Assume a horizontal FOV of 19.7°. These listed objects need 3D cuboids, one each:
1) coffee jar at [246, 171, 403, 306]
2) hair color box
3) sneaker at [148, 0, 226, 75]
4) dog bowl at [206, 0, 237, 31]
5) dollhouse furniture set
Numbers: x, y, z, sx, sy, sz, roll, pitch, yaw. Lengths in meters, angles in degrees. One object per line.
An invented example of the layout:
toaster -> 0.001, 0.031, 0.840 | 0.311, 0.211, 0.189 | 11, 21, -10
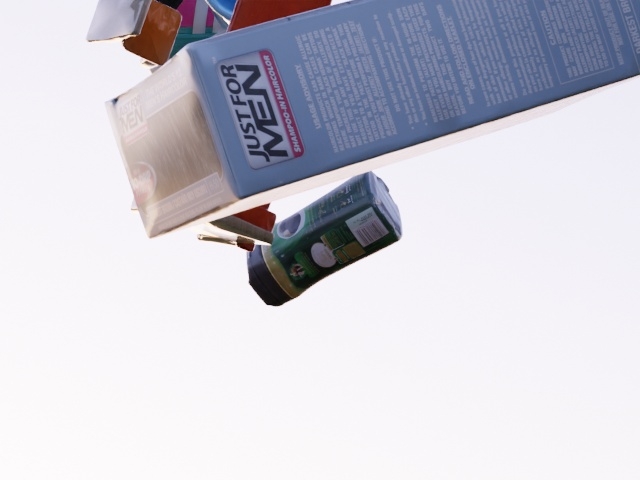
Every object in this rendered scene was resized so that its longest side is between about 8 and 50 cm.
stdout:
coffee jar -> 0.000, 0.000, 2.111 | 0.184, 0.096, 0.079 | -29, -62, 15
hair color box -> 0.052, -0.115, 1.351 | 0.374, 0.114, 0.185 | -18, -1, -26
sneaker -> -0.125, -0.337, 2.270 | 0.295, 0.124, 0.178 | -29, -76, 13
dog bowl -> -0.015, -0.348, 2.092 | 0.297, 0.166, 0.074 | -36, -13, 12
dollhouse furniture set -> -0.056, -0.127, 1.538 | 0.262, 0.259, 0.135 | 24, -12, -28
